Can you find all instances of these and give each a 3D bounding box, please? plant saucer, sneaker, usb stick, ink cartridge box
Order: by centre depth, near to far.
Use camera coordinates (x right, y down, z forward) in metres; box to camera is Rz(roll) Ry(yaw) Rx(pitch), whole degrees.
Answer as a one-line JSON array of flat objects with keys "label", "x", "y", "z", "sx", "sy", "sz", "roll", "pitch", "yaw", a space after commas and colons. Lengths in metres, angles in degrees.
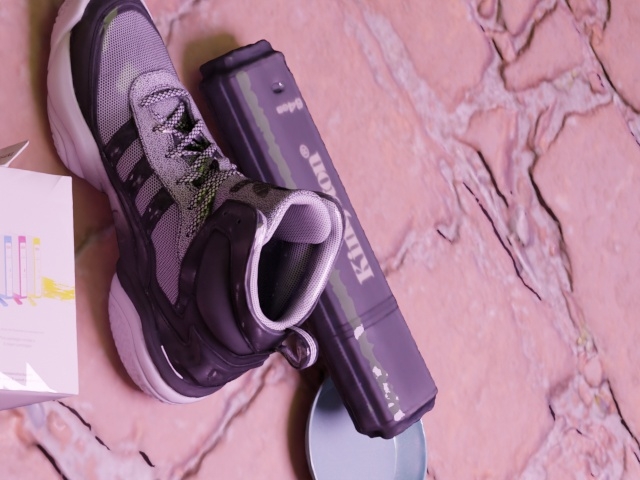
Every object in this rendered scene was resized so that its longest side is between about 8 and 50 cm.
[{"label": "ink cartridge box", "x": -0.197, "y": 0.019, "z": 1.088, "sx": 0.090, "sy": 0.092, "sz": 0.143, "roll": 8, "pitch": 73, "yaw": -45}, {"label": "sneaker", "x": -0.069, "y": -0.039, "z": 1.194, "sx": 0.101, "sy": 0.153, "sz": 0.269, "roll": -14, "pitch": 91, "yaw": -48}, {"label": "usb stick", "x": 0.000, "y": 0.000, "z": 1.319, "sx": 0.077, "sy": 0.045, "sz": 0.278, "roll": -28, "pitch": 94, "yaw": -47}, {"label": "plant saucer", "x": 0.027, "y": 0.141, "z": 1.349, "sx": 0.119, "sy": 0.021, "sz": 0.119, "roll": 13, "pitch": 71, "yaw": -44}]
